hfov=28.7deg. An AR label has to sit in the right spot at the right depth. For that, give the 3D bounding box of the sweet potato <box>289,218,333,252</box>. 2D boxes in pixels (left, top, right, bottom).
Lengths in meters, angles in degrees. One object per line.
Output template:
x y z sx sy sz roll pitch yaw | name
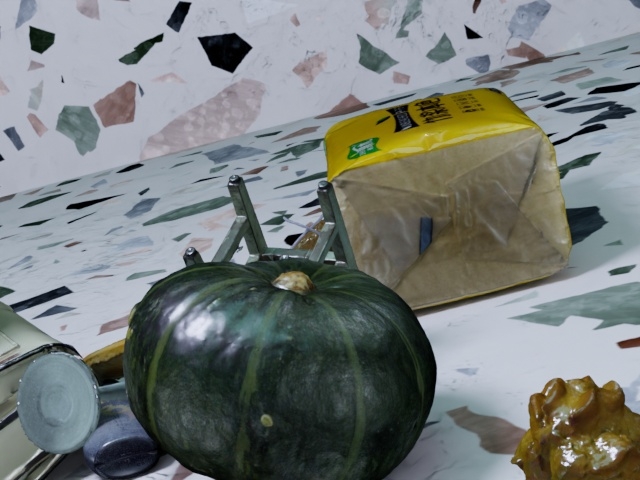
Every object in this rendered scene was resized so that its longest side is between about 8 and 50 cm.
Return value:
0.000 0.000 2.005 0.206 0.060 0.068 -37 -10 -33 | sweet potato

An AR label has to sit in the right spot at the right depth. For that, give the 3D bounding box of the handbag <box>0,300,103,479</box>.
-0.414 0.188 1.481 0.236 0.160 0.358 -37 21 -18 | handbag

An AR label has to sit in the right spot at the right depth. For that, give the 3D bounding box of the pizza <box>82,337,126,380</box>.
-0.166 0.127 1.553 0.262 0.034 0.181 -7 -16 -30 | pizza

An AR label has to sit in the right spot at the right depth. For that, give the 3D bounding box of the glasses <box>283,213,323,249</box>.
-0.018 0.013 1.870 0.140 0.104 0.062 -12 12 2 | glasses

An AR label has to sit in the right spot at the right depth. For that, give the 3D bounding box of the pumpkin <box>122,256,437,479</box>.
-0.040 0.128 1.198 0.300 0.207 0.300 9 18 -3 | pumpkin

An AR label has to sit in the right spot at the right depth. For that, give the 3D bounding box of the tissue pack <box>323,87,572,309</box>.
0.162 -0.069 1.742 0.293 0.228 0.382 -13 15 3 | tissue pack

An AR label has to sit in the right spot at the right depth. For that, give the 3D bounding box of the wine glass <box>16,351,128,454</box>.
-0.195 0.073 1.331 0.096 0.264 0.309 -9 -4 25 | wine glass

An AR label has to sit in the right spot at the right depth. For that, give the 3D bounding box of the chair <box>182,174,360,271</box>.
-0.037 0.068 1.456 0.136 0.270 0.147 5 47 24 | chair

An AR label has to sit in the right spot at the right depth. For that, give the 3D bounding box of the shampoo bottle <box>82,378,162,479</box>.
-0.234 0.211 1.440 0.087 0.049 0.233 -12 13 -11 | shampoo bottle

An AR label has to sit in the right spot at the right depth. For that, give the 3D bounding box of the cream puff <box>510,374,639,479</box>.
0.210 0.171 1.018 0.094 0.122 0.116 -19 -27 -47 | cream puff
